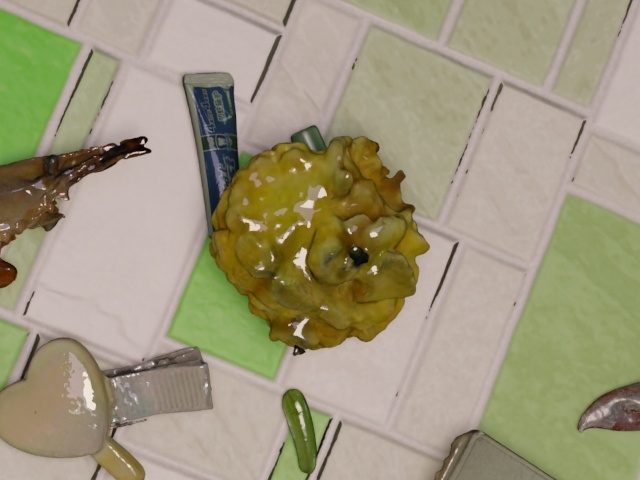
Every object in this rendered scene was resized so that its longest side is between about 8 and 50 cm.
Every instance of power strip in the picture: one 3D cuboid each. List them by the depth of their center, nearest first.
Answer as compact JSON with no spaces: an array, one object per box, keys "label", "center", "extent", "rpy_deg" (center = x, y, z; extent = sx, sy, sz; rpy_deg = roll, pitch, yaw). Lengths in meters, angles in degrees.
[{"label":"power strip","center":[0.172,0.318,1.675],"extent":[0.213,0.064,0.198],"rpy_deg":[34,79,-18]}]

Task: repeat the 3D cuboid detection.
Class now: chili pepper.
[{"label":"chili pepper","center":[0.342,0.172,1.726],"extent":[0.153,0.041,0.050],"rpy_deg":[-16,68,6]}]

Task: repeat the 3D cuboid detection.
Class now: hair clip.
[{"label":"hair clip","center":[-0.214,0.169,1.631],"extent":[0.219,0.071,0.159],"rpy_deg":[-10,90,-5]}]

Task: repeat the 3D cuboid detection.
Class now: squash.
[{"label":"squash","center":[-0.019,0.194,1.676],"extent":[0.027,0.027,0.089],"rpy_deg":[-15,90,-10]}]

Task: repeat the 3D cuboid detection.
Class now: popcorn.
[{"label":"popcorn","center":[0.002,0.001,1.609],"extent":[0.189,0.169,0.218],"rpy_deg":[-35,113,15]}]

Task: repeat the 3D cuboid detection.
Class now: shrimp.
[{"label":"shrimp","center":[-0.281,-0.027,1.635],"extent":[0.262,0.066,0.117],"rpy_deg":[-16,103,4]}]

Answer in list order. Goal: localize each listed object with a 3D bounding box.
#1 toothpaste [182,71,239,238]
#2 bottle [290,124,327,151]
[{"label":"toothpaste","center":[-0.104,-0.075,1.680],"extent":[0.057,0.035,0.197],"rpy_deg":[-5,85,-25]},{"label":"bottle","center":[-0.001,-0.076,1.697],"extent":[0.030,0.030,0.083],"rpy_deg":[-25,90,-10]}]
